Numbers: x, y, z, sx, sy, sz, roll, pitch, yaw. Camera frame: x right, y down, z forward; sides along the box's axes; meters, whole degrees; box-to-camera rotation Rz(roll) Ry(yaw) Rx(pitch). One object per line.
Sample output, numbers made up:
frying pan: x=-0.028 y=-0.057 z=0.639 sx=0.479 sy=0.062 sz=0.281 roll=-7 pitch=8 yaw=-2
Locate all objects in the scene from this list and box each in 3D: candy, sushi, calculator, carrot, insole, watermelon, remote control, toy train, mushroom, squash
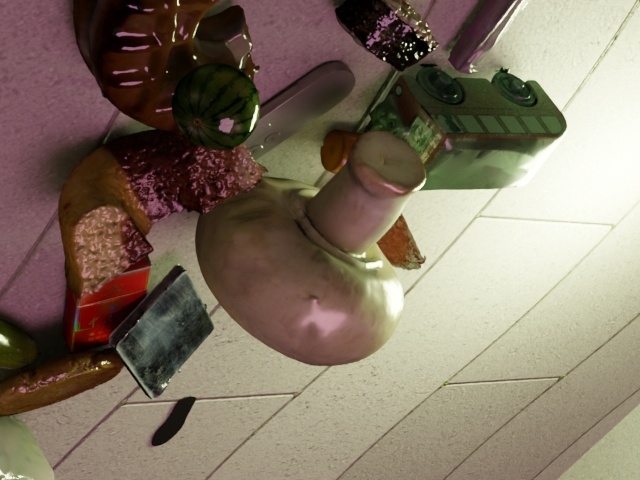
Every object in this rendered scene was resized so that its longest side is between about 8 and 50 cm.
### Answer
candy: x=-0.515 y=0.336 z=2.031 sx=0.137 sy=0.185 sz=0.195 roll=-38 pitch=145 yaw=6
sushi: x=0.088 y=-0.271 z=1.713 sx=0.078 sy=0.090 sz=0.150 roll=-43 pitch=146 yaw=14
calculator: x=-0.235 y=0.144 z=2.048 sx=0.161 sy=0.021 sz=0.261 roll=-49 pitch=160 yaw=-16
carrot: x=0.088 y=-0.114 z=1.952 sx=0.193 sy=0.087 sz=0.087 roll=-1 pitch=140 yaw=-41
insole: x=-0.260 y=0.321 z=2.385 sx=0.053 sy=0.002 sz=0.152 roll=-5 pitch=142 yaw=-35
watermelon: x=-0.114 y=-0.148 z=1.495 sx=0.109 sy=0.109 sz=0.109 roll=-21 pitch=149 yaw=-14
watermelon: x=0.091 y=-0.013 z=2.071 sx=0.098 sy=0.158 sz=0.121 roll=-29 pitch=177 yaw=-2
remote control: x=-0.061 y=-0.160 z=1.817 sx=0.245 sy=0.022 sz=0.077 roll=-33 pitch=152 yaw=8
toy train: x=0.223 y=-0.158 z=1.931 sx=0.326 sy=0.159 sz=0.129 roll=-3 pitch=143 yaw=-39
mushroom: x=-0.017 y=0.032 z=1.820 sx=0.315 sy=0.315 sz=0.356 roll=-17 pitch=177 yaw=-21
squash: x=-0.483 y=0.133 z=1.853 sx=0.080 sy=0.071 sz=0.318 roll=-2 pitch=168 yaw=32

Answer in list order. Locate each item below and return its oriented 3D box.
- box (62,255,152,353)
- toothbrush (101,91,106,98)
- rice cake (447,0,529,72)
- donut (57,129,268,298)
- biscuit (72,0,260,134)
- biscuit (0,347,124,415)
box: x=-0.310 y=0.087 z=1.948 sx=0.112 sy=0.048 sz=0.175 roll=-14 pitch=146 yaw=-24
toothbrush: x=-0.183 y=-0.173 z=1.697 sx=0.219 sy=0.019 sz=0.016 roll=5 pitch=133 yaw=-43
rice cake: x=0.254 y=-0.328 z=1.808 sx=0.055 sy=0.049 sz=0.270 roll=-29 pitch=159 yaw=-49
donut: x=-0.229 y=-0.074 z=1.702 sx=0.295 sy=0.151 sz=0.112 roll=-33 pitch=138 yaw=-20
biscuit: x=-0.137 y=-0.265 z=1.505 sx=0.268 sy=0.115 sz=0.366 roll=-11 pitch=144 yaw=-30
biscuit: x=-0.395 y=0.209 z=2.011 sx=0.226 sy=0.042 sz=0.226 roll=-21 pitch=168 yaw=-4
